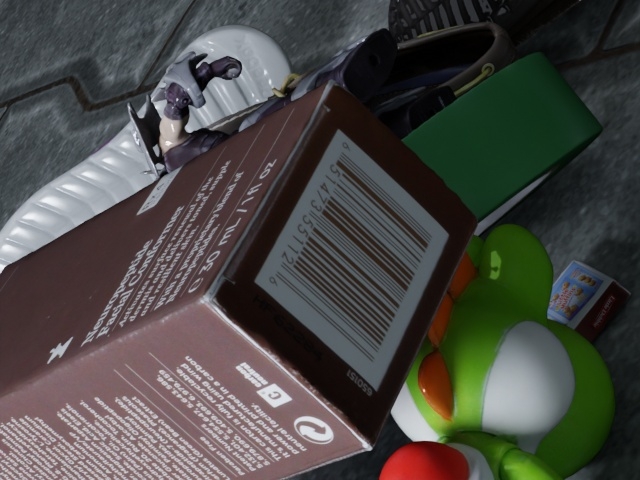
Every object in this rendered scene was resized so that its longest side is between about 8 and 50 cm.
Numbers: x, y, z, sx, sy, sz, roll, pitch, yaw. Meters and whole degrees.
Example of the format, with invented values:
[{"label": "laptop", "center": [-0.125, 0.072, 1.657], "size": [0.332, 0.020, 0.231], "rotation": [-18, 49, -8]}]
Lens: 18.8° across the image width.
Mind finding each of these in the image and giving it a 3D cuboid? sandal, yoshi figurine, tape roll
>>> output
[{"label": "sandal", "center": [-0.180, -0.049, 2.006], "size": [0.416, 0.169, 0.102], "rotation": [-44, 12, 6]}, {"label": "yoshi figurine", "center": [0.115, 0.171, 1.191], "size": [0.203, 0.204, 0.362], "rotation": [103, 177, -61]}, {"label": "tape roll", "center": [0.059, -0.009, 1.422], "size": [0.321, 0.077, 0.321], "rotation": [-37, -4, -3]}]

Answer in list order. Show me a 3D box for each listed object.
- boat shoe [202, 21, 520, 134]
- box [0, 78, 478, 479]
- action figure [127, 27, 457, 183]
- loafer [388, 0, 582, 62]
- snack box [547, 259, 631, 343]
[{"label": "boat shoe", "center": [0.014, -0.104, 1.631], "size": [0.324, 0.096, 0.116], "rotation": [-13, 43, 10]}, {"label": "box", "center": [-0.098, 0.064, 1.212], "size": [0.381, 0.143, 0.191], "rotation": [-28, 26, 46]}, {"label": "action figure", "center": [-0.038, -0.074, 1.540], "size": [0.285, 0.185, 0.099], "rotation": [-20, 29, 38]}, {"label": "loafer", "center": [0.210, -0.251, 1.668], "size": [0.366, 0.130, 0.133], "rotation": [-37, 57, 33]}, {"label": "snack box", "center": [0.145, 0.094, 1.372], "size": [0.178, 0.022, 0.064], "rotation": [-51, 22, -1]}]
